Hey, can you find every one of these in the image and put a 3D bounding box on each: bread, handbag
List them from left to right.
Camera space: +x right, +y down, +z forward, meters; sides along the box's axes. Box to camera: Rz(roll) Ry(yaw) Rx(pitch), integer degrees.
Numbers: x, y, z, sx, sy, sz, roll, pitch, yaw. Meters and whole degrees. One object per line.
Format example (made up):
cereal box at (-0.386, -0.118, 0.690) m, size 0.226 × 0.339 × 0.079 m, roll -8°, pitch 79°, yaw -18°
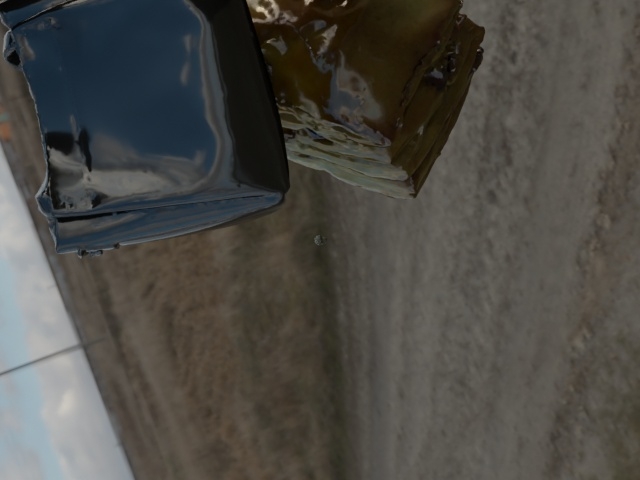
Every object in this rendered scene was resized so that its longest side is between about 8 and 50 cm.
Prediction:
handbag at (-0.175, -0.140, 0.956) m, size 0.113 × 0.257 × 0.285 m, roll 145°, pitch 111°, yaw -83°
bread at (0.026, -0.222, 1.117) m, size 0.324 × 0.277 × 0.167 m, roll 28°, pitch 156°, yaw -2°

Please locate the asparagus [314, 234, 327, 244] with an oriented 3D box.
asparagus at (0.000, 0.000, 1.499) m, size 0.114 × 0.014 × 0.015 m, roll 5°, pitch -86°, yaw -86°
